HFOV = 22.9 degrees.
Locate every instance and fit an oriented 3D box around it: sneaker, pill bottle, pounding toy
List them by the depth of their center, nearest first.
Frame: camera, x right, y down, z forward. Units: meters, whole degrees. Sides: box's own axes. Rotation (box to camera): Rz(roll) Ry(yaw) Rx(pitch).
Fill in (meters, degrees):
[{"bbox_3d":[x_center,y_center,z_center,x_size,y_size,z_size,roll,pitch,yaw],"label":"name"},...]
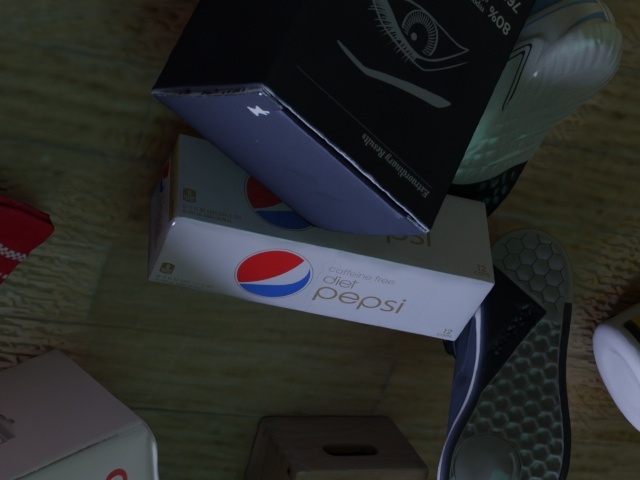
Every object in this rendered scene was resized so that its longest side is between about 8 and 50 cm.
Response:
[{"bbox_3d":[0.105,-0.081,1.075,0.085,0.086,0.237,29,117,-38],"label":"sneaker"},{"bbox_3d":[0.124,0.114,1.113,0.086,0.163,0.226,12,82,-2],"label":"sneaker"},{"bbox_3d":[0.026,0.195,1.173,0.141,0.100,0.130,3,116,-27],"label":"pounding toy"},{"bbox_3d":[0.315,0.072,1.240,0.184,0.103,0.103,-26,126,-10],"label":"pill bottle"}]

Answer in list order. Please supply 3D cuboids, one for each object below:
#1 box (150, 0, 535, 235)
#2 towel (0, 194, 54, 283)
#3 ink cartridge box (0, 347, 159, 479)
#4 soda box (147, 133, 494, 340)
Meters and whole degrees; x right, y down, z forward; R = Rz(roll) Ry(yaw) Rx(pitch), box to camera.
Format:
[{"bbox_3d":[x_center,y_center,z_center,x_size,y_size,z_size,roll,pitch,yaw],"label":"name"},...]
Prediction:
[{"bbox_3d":[0.023,-0.128,0.931,0.153,0.108,0.207,41,67,-35],"label":"box"},{"bbox_3d":[-0.297,0.063,0.935,0.275,0.031,0.199,-49,153,7],"label":"towel"},{"bbox_3d":[-0.249,0.222,1.004,0.283,0.117,0.207,-22,128,-32],"label":"ink cartridge box"},{"bbox_3d":[0.000,0.000,1.026,0.216,0.074,0.069,12,138,-16],"label":"soda box"}]
